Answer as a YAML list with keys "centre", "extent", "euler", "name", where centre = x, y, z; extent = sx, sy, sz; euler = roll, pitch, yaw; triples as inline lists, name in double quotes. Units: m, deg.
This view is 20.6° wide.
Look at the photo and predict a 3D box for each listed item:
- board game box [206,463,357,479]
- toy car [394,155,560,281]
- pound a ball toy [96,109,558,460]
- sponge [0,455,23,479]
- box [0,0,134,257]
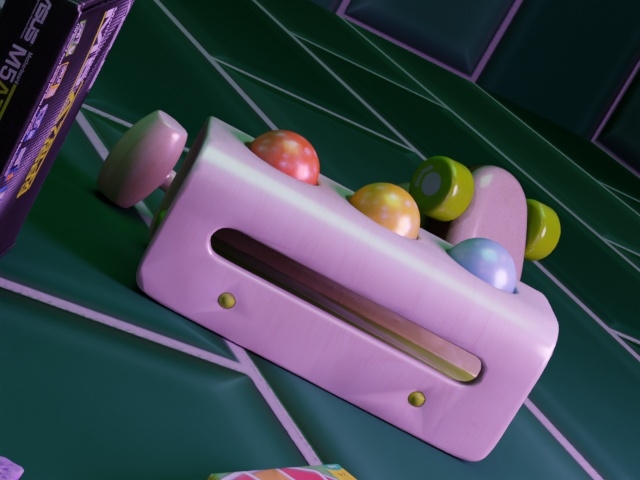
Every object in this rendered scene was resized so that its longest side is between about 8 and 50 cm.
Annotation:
- centre: [0.061, 0.197, 0.852]
  extent: [0.259, 0.039, 0.124]
  euler: [40, 16, 27]
  name: "board game box"
- centre: [0.083, 0.008, 1.520]
  extent: [0.188, 0.149, 0.155]
  euler: [2, -14, 44]
  name: "toy car"
- centre: [0.000, 0.000, 1.248]
  extent: [0.319, 0.136, 0.208]
  euler: [29, 13, -8]
  name: "pound a ball toy"
- centre: [-0.229, 0.067, 0.703]
  extent: [0.210, 0.031, 0.117]
  euler: [31, 12, 2]
  name: "sponge"
- centre: [-0.171, -0.066, 0.991]
  extent: [0.045, 0.191, 0.184]
  euler: [28, 12, 0]
  name: "box"
